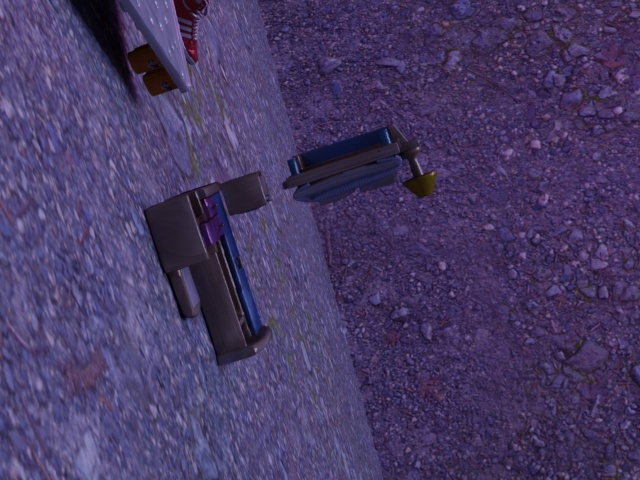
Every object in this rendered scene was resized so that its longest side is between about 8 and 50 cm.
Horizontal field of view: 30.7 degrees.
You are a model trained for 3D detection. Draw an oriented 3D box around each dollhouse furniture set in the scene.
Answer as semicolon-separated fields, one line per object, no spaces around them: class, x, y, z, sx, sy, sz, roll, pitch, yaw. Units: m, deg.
dollhouse furniture set;0.000;0.000;1.309;0.286;0.304;0.198;-70;141;-83

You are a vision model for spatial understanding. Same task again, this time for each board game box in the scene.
board game box;-0.254;-0.400;1.236;0.390;0.050;0.389;58;15;-63

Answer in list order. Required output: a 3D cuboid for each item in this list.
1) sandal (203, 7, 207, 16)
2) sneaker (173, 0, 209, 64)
sandal;-0.241;-0.491;1.976;0.097;0.055;0.254;-90;173;-52
sneaker;-0.191;-0.330;1.772;0.042;0.067;0.118;-93;165;-72
